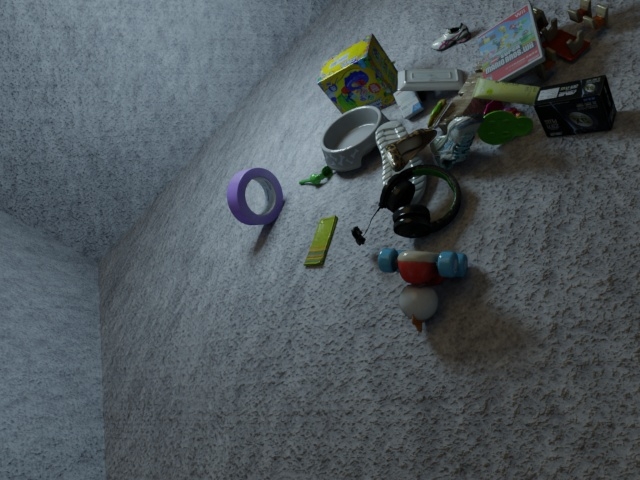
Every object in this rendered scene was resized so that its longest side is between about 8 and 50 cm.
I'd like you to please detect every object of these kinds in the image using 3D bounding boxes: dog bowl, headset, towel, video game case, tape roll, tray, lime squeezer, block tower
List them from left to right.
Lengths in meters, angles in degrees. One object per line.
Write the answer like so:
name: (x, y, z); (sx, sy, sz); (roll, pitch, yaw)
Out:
tape roll: (-0.313, -0.211, 2.133); (0.090, 0.275, 0.275); (-1, 58, 46)
towel: (0.000, 0.000, 1.837); (0.102, 0.021, 0.237); (-8, 52, 41)
lime squeezer: (0.014, -0.319, 2.097); (0.310, 0.059, 0.110); (-28, 9, 27)
dog bowl: (0.153, -0.471, 1.993); (0.349, 0.102, 0.348); (-22, 41, 20)
headset: (0.290, -0.100, 1.529); (0.394, 0.185, 0.243); (-25, 62, 4)
tray: (0.462, -0.682, 1.849); (0.270, 0.030, 0.145); (2, 54, 8)
block tower: (0.571, -0.528, 1.662); (0.091, 0.097, 0.335); (22, 76, 53)
video game case: (0.671, -0.687, 1.571); (0.204, 0.025, 0.285); (-24, 50, 41)

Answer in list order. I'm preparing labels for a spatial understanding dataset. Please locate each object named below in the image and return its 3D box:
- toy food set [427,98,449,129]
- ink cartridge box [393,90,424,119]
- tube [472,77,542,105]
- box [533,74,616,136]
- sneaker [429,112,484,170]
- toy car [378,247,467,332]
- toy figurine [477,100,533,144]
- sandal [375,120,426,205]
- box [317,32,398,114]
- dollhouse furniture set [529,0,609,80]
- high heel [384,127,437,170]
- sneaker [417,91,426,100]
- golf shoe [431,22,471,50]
toy food set: (0.443, -0.482, 1.691); (0.132, 0.038, 0.192); (-58, -5, 24)
ink cartridge box: (0.382, -0.599, 1.900); (0.088, 0.052, 0.122); (-27, 81, 32)
tube: (0.646, -0.501, 1.496); (0.240, 0.062, 0.070); (17, 26, 20)
box: (0.753, -0.392, 1.308); (0.180, 0.147, 0.077); (5, 62, 47)
sneaker: (0.479, -0.330, 1.498); (0.283, 0.110, 0.122); (122, 136, -73)
toy car: (0.299, 0.148, 1.304); (0.219, 0.210, 0.238); (3, 88, 32)
toy figurine: (0.629, -0.428, 1.516); (0.173, 0.130, 0.159); (-1, 44, 19)
sandal: (0.319, -0.289, 1.706); (0.169, 0.102, 0.416); (-15, 60, 18)
box: (0.192, -0.762, 2.105); (0.290, 0.279, 0.177); (-16, 47, 38)
dollhouse furniture set: (0.830, -0.718, 1.571); (0.262, 0.135, 0.259); (-40, 48, 12)
high heel: (0.325, -0.327, 1.545); (0.186, 0.093, 0.261); (-21, 22, 19)
sneaker: (0.454, -0.663, 1.930); (0.152, 0.058, 0.084); (-35, 35, 20)
golf shoe: (0.588, -0.935, 2.017); (0.186, 0.086, 0.067); (-6, 55, 44)
